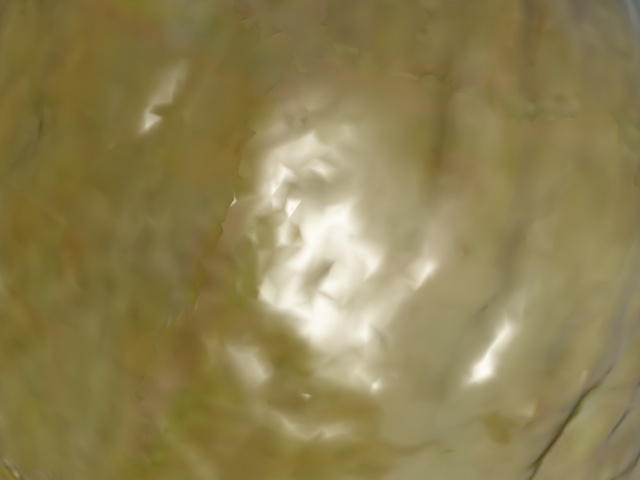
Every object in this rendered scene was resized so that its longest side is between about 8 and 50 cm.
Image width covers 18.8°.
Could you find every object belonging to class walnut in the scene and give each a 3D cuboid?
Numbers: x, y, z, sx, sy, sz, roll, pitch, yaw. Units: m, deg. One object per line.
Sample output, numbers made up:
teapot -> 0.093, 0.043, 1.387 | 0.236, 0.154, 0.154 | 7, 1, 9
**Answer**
walnut -> 0.000, 0.000, 0.548 | 0.227, 0.283, 0.283 | -48, 123, -59
